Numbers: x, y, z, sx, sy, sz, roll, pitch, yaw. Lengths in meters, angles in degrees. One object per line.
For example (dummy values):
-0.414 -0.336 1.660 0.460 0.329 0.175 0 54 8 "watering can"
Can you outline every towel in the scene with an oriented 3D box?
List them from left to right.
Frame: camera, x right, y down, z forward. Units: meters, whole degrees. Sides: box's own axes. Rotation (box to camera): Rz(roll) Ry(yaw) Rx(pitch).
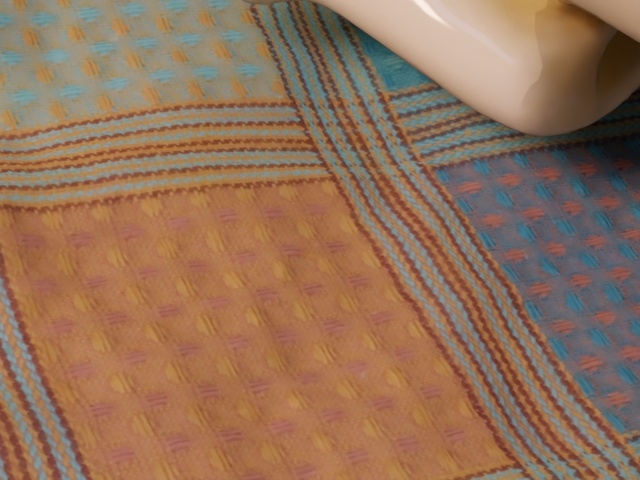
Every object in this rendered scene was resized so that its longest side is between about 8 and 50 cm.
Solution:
0.000 0.000 0.502 0.370 0.040 0.271 -8 50 -29 "towel"

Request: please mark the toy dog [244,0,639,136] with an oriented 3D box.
0.139 -0.188 0.487 0.395 0.284 0.408 -30 45 -3 "toy dog"
